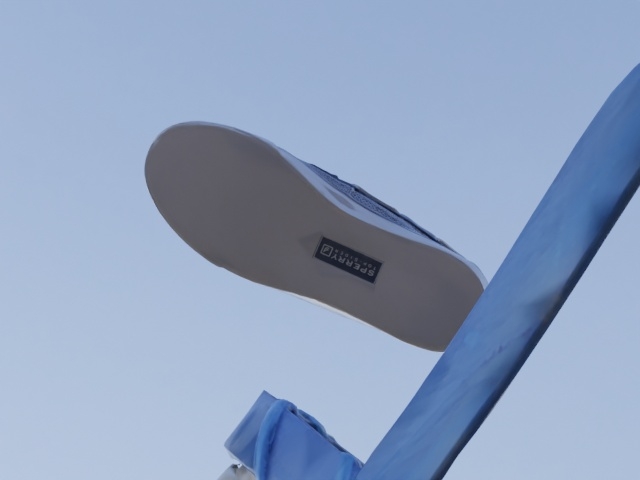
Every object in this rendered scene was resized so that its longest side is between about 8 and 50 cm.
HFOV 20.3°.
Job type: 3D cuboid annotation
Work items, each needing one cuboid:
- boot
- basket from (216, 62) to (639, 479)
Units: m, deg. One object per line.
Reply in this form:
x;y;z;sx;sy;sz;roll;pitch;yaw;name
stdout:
0.000;0.000;0.919;0.190;0.086;0.069;31;-85;4;boot
0.087;0.122;0.482;0.255;0.201;0.289;38;-96;-35;basket
